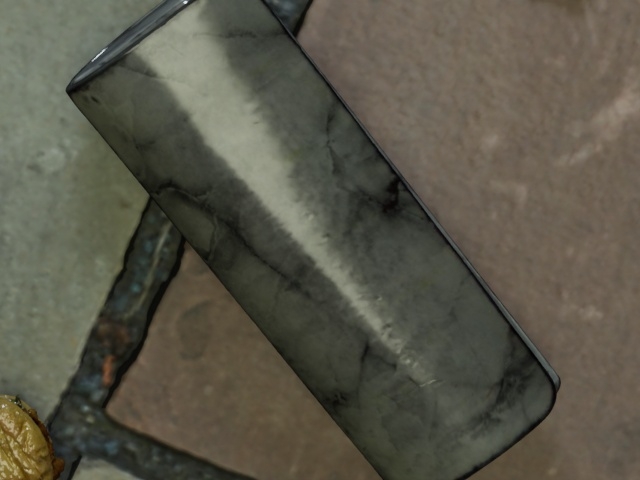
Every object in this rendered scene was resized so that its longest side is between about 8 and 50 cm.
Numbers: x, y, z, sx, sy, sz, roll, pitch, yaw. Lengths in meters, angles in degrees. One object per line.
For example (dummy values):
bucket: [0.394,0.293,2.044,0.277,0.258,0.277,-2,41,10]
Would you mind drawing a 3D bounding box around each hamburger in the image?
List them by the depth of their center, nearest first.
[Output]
hamburger: [-0.185,0.123,1.062,0.083,0.044,0.076,-23,104,-1]

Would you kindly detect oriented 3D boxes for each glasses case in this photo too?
glasses case: [0.000,0.000,1.035,0.114,0.060,0.299,-38,105,6]
